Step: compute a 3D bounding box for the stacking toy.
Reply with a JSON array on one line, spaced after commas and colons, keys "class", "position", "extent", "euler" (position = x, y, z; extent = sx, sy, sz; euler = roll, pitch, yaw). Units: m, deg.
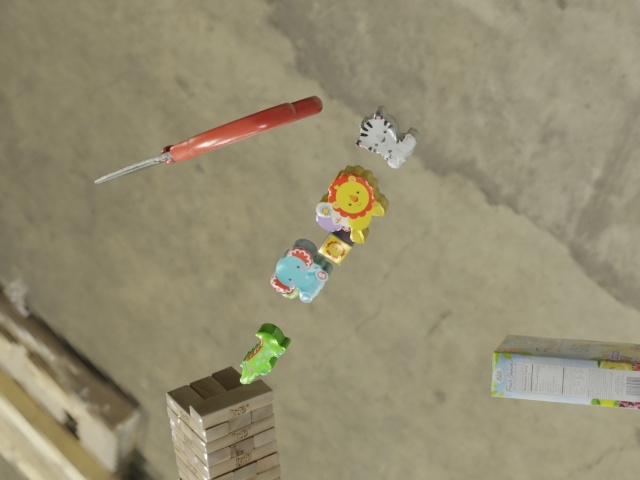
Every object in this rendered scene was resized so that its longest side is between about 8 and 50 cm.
[{"class": "stacking toy", "position": [0.000, 0.000, 1.120], "extent": [0.052, 0.167, 0.221], "euler": [33, 119, -2]}]

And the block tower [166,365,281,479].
[{"class": "block tower", "position": [-0.100, 0.302, 1.493], "extent": [0.097, 0.091, 0.335], "euler": [34, 136, 48]}]

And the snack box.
[{"class": "snack box", "position": [0.354, 0.183, 1.866], "extent": [0.207, 0.174, 0.070], "euler": [2, 95, 13]}]

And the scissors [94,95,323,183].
[{"class": "scissors", "position": [-0.124, -0.076, 1.120], "extent": [0.297, 0.109, 0.021], "euler": [-14, 99, 37]}]
